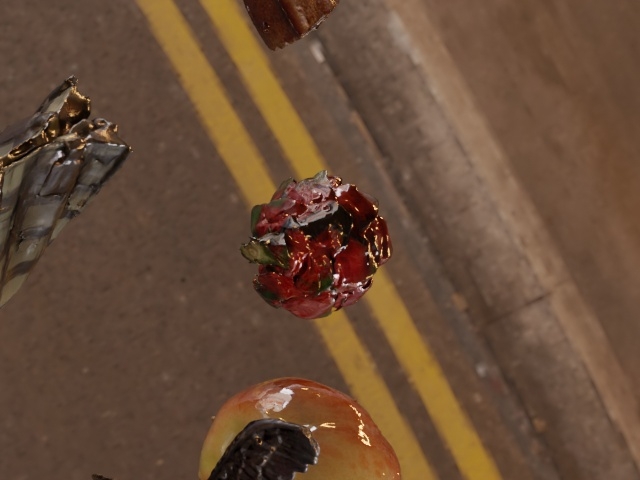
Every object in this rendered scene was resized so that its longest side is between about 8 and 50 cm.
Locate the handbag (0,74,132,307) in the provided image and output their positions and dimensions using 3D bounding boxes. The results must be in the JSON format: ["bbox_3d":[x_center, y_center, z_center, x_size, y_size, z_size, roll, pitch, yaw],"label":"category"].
[{"bbox_3d":[-0.384,-0.003,1.600,0.162,0.327,0.325,45,31,0],"label":"handbag"}]

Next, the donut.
[{"bbox_3d":[-0.051,-0.357,2.000,0.144,0.126,0.186,-37,100,-40],"label":"donut"}]

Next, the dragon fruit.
[{"bbox_3d":[-0.001,0.004,1.842,0.182,0.182,0.188,47,34,-24],"label":"dragon fruit"}]

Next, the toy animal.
[{"bbox_3d":[-0.118,0.274,1.363,0.272,0.197,0.160,-59,151,-12],"label":"toy animal"}]

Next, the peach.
[{"bbox_3d":[-0.015,0.259,1.628,0.232,0.232,0.232,38,36,-35],"label":"peach"}]
